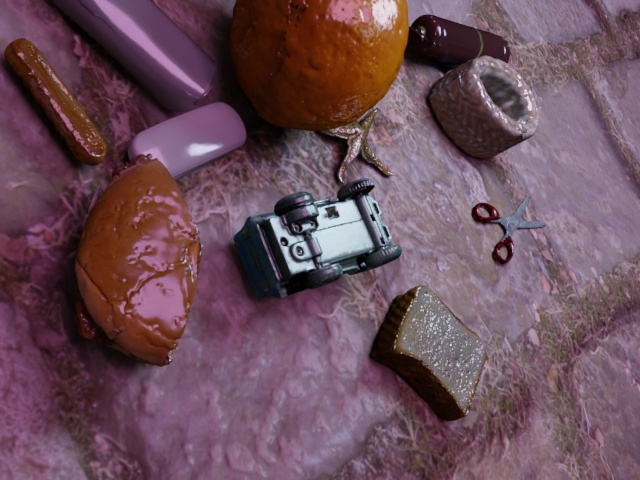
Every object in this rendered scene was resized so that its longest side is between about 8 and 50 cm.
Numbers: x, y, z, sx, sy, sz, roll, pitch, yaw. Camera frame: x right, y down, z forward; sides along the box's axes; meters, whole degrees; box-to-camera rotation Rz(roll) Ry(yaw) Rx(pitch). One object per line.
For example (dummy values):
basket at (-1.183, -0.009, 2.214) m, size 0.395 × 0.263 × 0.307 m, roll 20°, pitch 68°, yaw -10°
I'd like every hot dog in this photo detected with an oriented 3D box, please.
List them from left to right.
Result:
hot dog at (-0.393, -0.202, 1.242) m, size 0.215 × 0.047 × 0.066 m, roll 54°, pitch 31°, yaw -5°

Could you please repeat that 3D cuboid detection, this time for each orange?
orange at (0.002, -0.358, 1.454) m, size 0.293 × 0.340 × 0.340 m, roll 4°, pitch 67°, yaw -26°

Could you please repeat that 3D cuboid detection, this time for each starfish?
starfish at (0.074, -0.198, 1.649) m, size 0.217 × 0.050 × 0.223 m, roll 40°, pitch 54°, yaw -29°

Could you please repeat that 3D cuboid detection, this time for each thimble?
thimble at (0.375, -0.303, 1.879) m, size 0.229 × 0.148 × 0.196 m, roll 45°, pitch 47°, yaw -18°

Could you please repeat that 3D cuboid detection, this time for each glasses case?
glasses case at (-0.305, -0.345, 1.364) m, size 0.308 × 0.083 × 0.128 m, roll 44°, pitch 42°, yaw -15°
glasses case at (-0.214, -0.162, 1.366) m, size 0.233 × 0.059 × 0.092 m, roll -36°, pitch 96°, yaw -45°

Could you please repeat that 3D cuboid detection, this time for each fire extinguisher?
fire extinguisher at (0.307, -0.443, 1.903) m, size 0.341 × 0.105 × 0.141 m, roll -1°, pitch 26°, yaw -44°

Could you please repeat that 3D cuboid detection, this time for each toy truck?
toy truck at (0.000, 0.000, 1.403) m, size 0.279 × 0.156 × 0.155 m, roll -15°, pitch 80°, yaw -44°

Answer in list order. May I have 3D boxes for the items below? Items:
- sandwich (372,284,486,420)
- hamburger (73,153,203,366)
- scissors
sandwich at (0.207, 0.206, 1.544) m, size 0.214 × 0.065 × 0.186 m, roll 45°, pitch 47°, yaw -15°
hamburger at (-0.258, 0.034, 1.176) m, size 0.245 × 0.155 × 0.282 m, roll -35°, pitch 89°, yaw -37°
scissors at (0.440, -0.041, 1.898) m, size 0.248 × 0.017 × 0.144 m, roll -22°, pitch 85°, yaw -45°
